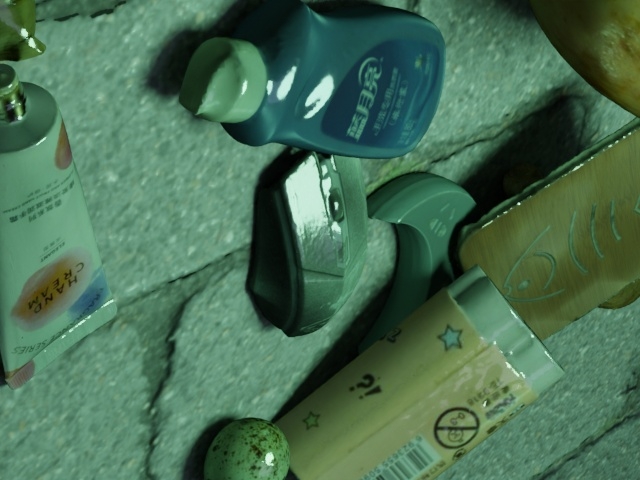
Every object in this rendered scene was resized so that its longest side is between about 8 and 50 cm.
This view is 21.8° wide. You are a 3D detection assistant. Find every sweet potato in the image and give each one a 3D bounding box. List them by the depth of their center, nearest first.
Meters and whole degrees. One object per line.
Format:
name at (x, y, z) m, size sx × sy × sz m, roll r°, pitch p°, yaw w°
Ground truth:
sweet potato at (0.325, 0.010, 2.033) m, size 0.109 × 0.109 × 0.385 m, roll -57°, pitch 147°, yaw 0°

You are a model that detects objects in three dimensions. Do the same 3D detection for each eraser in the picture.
eraser at (0.109, 0.180, 1.797) m, size 0.290 × 0.087 × 0.171 m, roll -39°, pitch 115°, yaw 6°

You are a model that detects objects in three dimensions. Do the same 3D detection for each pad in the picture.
pad at (0.291, 0.005, 1.899) m, size 0.284 × 0.018 × 0.286 m, roll -32°, pitch 143°, yaw -7°

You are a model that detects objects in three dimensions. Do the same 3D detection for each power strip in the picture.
power strip at (0.108, 0.032, 1.820) m, size 0.167 × 0.054 × 0.253 m, roll -32°, pitch 138°, yaw -32°

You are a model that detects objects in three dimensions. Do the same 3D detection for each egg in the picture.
egg at (-0.078, 0.232, 1.721) m, size 0.085 × 0.085 × 0.110 m, roll -13°, pitch 146°, yaw -46°

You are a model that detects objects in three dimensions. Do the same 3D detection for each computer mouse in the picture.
computer mouse at (0.000, 0.002, 1.642) m, size 0.126 × 0.071 × 0.231 m, roll -25°, pitch 135°, yaw -39°

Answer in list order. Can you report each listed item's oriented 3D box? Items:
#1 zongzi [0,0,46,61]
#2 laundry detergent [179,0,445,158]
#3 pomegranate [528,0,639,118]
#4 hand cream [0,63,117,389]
zongzi at (-0.294, -0.170, 1.153) m, size 0.205 × 0.204 × 0.094 m, roll -15°, pitch 119°, yaw 4°
laundry detergent at (-0.007, -0.144, 1.491) m, size 0.290 × 0.094 × 0.143 m, roll -5°, pitch 118°, yaw -51°
pomegranate at (0.359, -0.311, 1.585) m, size 0.411 × 0.411 × 0.411 m, roll -32°, pitch 139°, yaw -33°
hand cream at (-0.231, -0.010, 1.349) m, size 0.124 × 0.078 × 0.341 m, roll -39°, pitch 147°, yaw -26°
